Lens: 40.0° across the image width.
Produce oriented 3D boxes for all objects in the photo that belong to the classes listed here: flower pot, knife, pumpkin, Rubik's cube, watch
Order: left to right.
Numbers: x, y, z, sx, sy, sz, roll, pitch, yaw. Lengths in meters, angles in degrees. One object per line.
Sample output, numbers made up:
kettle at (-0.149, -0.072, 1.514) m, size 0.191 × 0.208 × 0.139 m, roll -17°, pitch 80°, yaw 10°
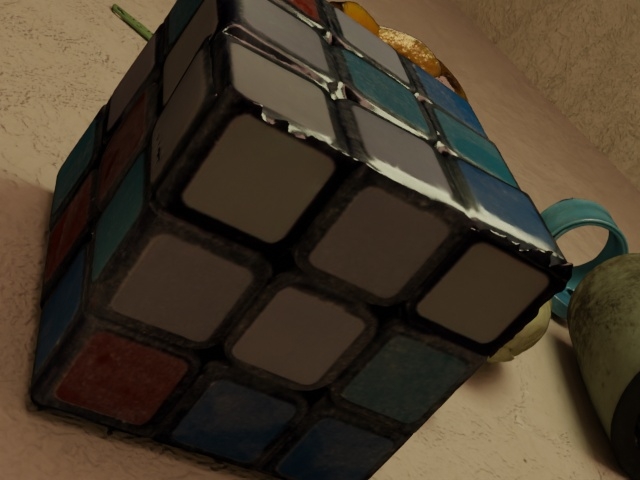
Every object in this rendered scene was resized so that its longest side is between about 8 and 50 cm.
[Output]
knife at (-0.265, -0.326, 1.456) m, size 0.207 × 0.014 × 0.030 m, roll 39°, pitch 27°, yaw 2°
Rubik's cube at (-0.038, -0.017, 0.857) m, size 0.362 × 0.363 × 0.358 m, roll 24°, pitch 31°, yaw -27°
pumpkin at (0.050, -0.372, 1.724) m, size 0.290 × 0.258 × 0.095 m, roll 17°, pitch 71°, yaw -44°
watch at (0.467, 0.018, 1.660) m, size 0.211 × 0.193 × 0.211 m, roll 33°, pitch 24°, yaw -17°
flower pot at (0.552, 0.190, 1.412) m, size 0.294 × 0.293 × 0.330 m, roll 31°, pitch 19°, yaw -18°

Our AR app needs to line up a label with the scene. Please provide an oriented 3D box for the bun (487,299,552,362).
bun at (0.224, 0.097, 1.280) m, size 0.230 × 0.145 × 0.229 m, roll 20°, pitch -4°, yaw 2°

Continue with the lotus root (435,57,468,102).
lotus root at (0.222, -0.297, 1.880) m, size 0.141 × 0.169 × 0.314 m, roll -18°, pitch 60°, yaw -45°
